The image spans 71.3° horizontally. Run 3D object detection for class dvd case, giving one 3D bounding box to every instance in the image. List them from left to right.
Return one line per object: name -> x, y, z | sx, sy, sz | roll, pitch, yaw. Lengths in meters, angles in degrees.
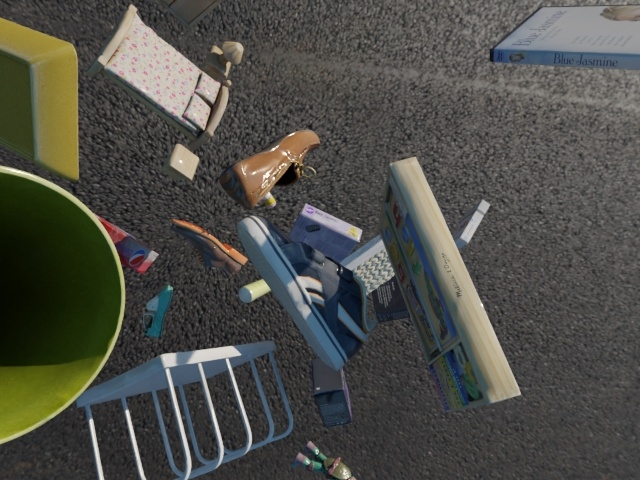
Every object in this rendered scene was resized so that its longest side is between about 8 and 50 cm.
dvd case -> 0.395, -0.286, 0.617 | 0.180, 0.253, 0.022 | -44, 136, -28

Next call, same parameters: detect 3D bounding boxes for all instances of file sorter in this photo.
file sorter -> -0.203, 0.286, 0.736 | 0.193, 0.278, 0.172 | -28, 71, 22

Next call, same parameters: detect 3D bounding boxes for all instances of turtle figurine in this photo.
turtle figurine -> 0.032, 0.753, 1.435 | 0.234, 0.175, 0.118 | 28, 91, 22

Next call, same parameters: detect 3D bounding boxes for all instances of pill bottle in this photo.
pill bottle -> -0.215, -0.171, 1.793 | 0.043, 0.043, 0.083 | -43, 141, -9

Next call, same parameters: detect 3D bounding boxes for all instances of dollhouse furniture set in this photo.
dollhouse furniture set -> -0.236, -0.327, 0.672 | 0.303, 0.174, 0.355 | 35, 51, -39

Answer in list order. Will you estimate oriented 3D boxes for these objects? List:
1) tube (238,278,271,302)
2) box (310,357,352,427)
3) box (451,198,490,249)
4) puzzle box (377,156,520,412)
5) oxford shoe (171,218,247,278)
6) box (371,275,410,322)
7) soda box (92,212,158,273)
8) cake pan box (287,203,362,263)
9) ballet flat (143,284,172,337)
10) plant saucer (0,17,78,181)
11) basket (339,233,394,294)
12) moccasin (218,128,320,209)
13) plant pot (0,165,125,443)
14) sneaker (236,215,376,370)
tube -> -0.211, 0.169, 1.676 | 0.070, 0.240, 0.062 | 41, 118, 16
box -> 0.040, 0.544, 1.608 | 0.108, 0.153, 0.206 | -11, 125, 3
box -> 0.535, -0.047, 1.636 | 0.038, 0.145, 0.186 | 34, 70, 3
puzzle box -> 0.199, 0.091, 0.801 | 0.052, 0.272, 0.408 | -16, 66, -4
oxford shoe -> -0.484, 0.039, 1.884 | 0.364, 0.130, 0.132 | 36, 84, -26
box -> 0.235, 0.155, 1.364 | 0.159, 0.093, 0.155 | -12, 62, 8
soda box -> -0.599, 0.017, 1.332 | 0.092, 0.263, 0.083 | 34, 81, 17
cake pan box -> 0.000, 0.000, 1.748 | 0.246, 0.266, 0.070 | 26, 52, -4
ballet flat -> -0.669, 0.292, 1.813 | 0.087, 0.083, 0.247 | 9, 112, -29
plant saucer -> -0.734, -0.342, 1.089 | 0.333, 0.081, 0.332 | 25, 117, 21
basket -> 0.136, 0.071, 1.222 | 0.167, 0.113, 0.103 | -36, 94, 1
moccasin -> -0.106, -0.199, 1.215 | 0.146, 0.139, 0.380 | 54, 36, -9
plant pot -> -0.435, 0.067, 0.520 | 0.275, 0.294, 0.274 | 5, 84, -52
sneaker -> -0.015, 0.069, 0.765 | 0.127, 0.126, 0.321 | -39, 116, -17
